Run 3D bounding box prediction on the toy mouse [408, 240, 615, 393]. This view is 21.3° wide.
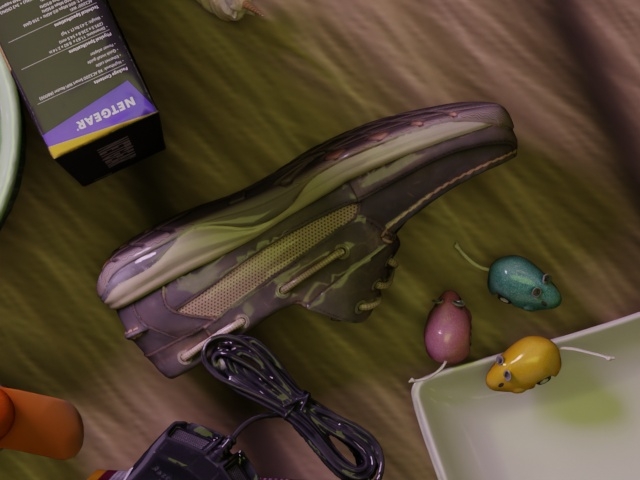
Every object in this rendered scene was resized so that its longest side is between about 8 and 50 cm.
[{"bbox_3d":[0.135,0.055,1.363,0.161,0.031,0.143,-20,65,0],"label":"toy mouse"}]

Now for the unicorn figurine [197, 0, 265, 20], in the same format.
[{"bbox_3d":[-0.111,-0.234,1.382,0.161,0.060,0.111,2,91,16],"label":"unicorn figurine"}]

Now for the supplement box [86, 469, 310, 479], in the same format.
[{"bbox_3d":[-0.096,0.233,1.356,0.188,0.104,0.081,3,90,0],"label":"supplement box"}]

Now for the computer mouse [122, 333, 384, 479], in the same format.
[{"bbox_3d":[-0.072,0.216,1.274,0.184,0.060,0.262,33,71,8],"label":"computer mouse"}]

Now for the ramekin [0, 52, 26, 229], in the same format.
[{"bbox_3d":[-0.374,-0.081,1.330,0.303,0.148,0.304,0,91,0],"label":"ramekin"}]

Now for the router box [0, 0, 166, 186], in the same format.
[{"bbox_3d":[-0.201,-0.171,1.251,0.081,0.309,0.243,-26,90,-5],"label":"router box"}]

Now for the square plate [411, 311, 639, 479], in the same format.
[{"bbox_3d":[0.285,0.225,1.386,0.347,0.049,0.344,-18,90,0],"label":"square plate"}]

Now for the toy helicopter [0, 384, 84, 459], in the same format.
[{"bbox_3d":[-0.327,0.159,1.229,0.235,0.355,0.140,-16,90,17],"label":"toy helicopter"}]

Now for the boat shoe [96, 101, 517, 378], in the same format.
[{"bbox_3d":[0.000,0.000,1.357,0.355,0.132,0.130,-24,100,8],"label":"boat shoe"}]
